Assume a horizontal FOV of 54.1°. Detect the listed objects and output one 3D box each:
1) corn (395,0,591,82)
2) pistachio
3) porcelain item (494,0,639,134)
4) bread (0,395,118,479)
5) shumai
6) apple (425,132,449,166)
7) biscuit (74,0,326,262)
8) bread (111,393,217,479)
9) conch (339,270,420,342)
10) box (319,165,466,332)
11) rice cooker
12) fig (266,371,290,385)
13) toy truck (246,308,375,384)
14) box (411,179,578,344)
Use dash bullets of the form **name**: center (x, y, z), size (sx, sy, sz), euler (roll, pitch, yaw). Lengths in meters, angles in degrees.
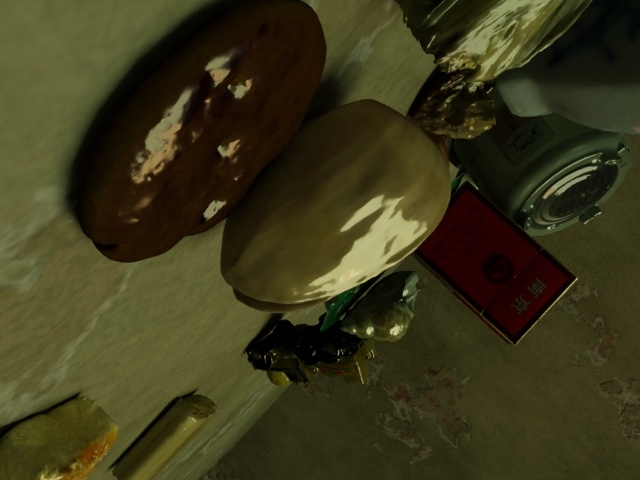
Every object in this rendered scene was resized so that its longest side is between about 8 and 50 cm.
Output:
- **corn**: center (0.188, -0.256, 0.483), size (0.305, 0.122, 0.123), euler (-47, 169, 13)
- **pistachio**: center (0.009, -0.026, 0.563), size (0.229, 0.157, 0.157), euler (-39, 168, -14)
- **porcelain item**: center (0.417, -0.233, 0.711), size (0.179, 0.405, 0.242), euler (16, 84, -44)
- **bread**: center (-0.295, 0.249, 0.619), size (0.188, 0.068, 0.125), euler (-49, 170, 15)
- **shumai**: center (0.190, -0.191, 0.859), size (0.139, 0.105, 0.123), euler (-22, -168, 41)
- **apple**: center (0.166, -0.131, 0.993), size (0.071, 0.083, 0.084), euler (-11, 177, 13)
- **biscuit**: center (-0.069, -0.066, 0.418), size (0.212, 0.036, 0.212), euler (-45, 171, -9)
- **bread**: center (-0.277, 0.358, 1.129), size (0.178, 0.060, 0.139), euler (-46, 169, 2)
- **conch**: center (0.123, 0.126, 1.172), size (0.172, 0.106, 0.116), euler (-60, 162, -19)
- **box**: center (0.091, -0.005, 1.103), size (0.337, 0.106, 0.264), euler (-43, 168, -17)
- **rice cooker**: center (0.377, -0.173, 1.121), size (0.264, 0.316, 0.316), euler (20, 117, -47)
- **fig**: center (-0.110, 0.305, 1.647), size (0.093, 0.093, 0.166), euler (-39, 127, -38)
- **toy truck**: center (-0.018, 0.224, 1.262), size (0.257, 0.127, 0.127), euler (-9, -161, 35)
- **box**: center (0.277, 0.037, 1.038), size (0.153, 0.240, 0.074), euler (-46, 172, -5)
